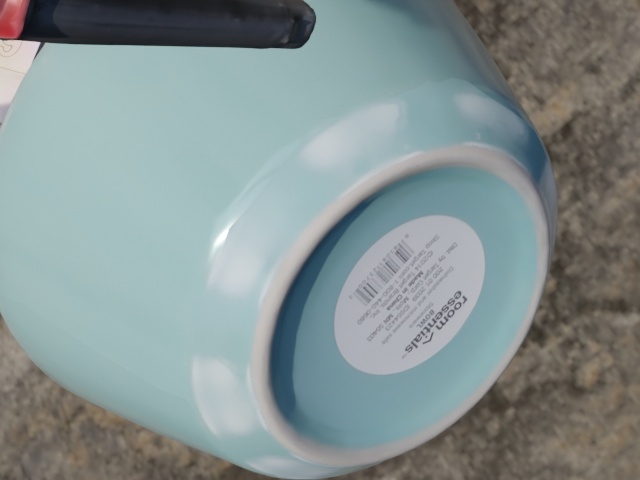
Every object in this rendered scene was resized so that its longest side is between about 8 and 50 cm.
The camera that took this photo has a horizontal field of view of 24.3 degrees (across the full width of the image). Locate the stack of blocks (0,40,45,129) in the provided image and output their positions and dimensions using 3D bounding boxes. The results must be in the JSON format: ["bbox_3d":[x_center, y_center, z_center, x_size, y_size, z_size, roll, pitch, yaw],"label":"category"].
[{"bbox_3d":[-0.249,-0.119,1.155,0.087,0.297,0.171,17,159,3],"label":"stack of blocks"}]

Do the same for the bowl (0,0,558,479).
[{"bbox_3d":[0.000,0.000,0.771,0.311,0.163,0.311,-18,127,-26],"label":"bowl"}]

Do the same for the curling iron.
[{"bbox_3d":[-0.094,-0.079,0.418,0.068,0.035,0.274,-37,152,32],"label":"curling iron"}]
